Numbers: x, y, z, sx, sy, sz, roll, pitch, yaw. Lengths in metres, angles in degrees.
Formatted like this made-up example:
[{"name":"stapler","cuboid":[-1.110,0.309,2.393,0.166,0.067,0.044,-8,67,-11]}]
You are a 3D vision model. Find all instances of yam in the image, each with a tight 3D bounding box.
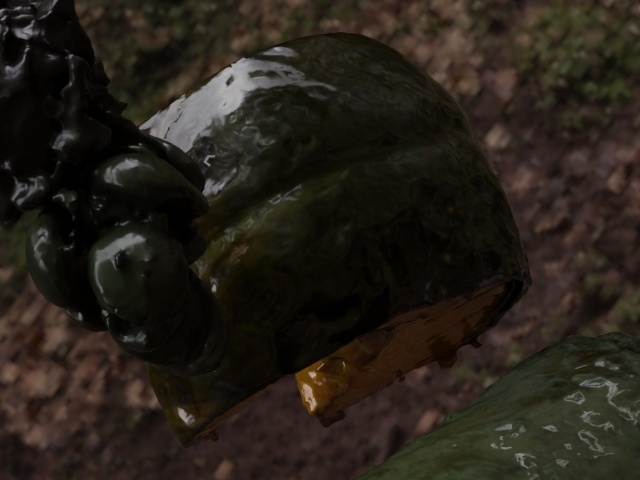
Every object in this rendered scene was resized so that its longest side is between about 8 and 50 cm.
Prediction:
[{"name":"yam","cuboid":[0.118,0.162,0.767,0.300,0.195,0.195,-26,-18,-43]}]

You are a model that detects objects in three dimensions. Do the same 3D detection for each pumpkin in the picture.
[{"name":"pumpkin","cuboid":[0.000,0.000,1.112,0.256,0.225,0.303,-37,-12,20]}]

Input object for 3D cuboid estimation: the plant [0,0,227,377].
[{"name":"plant","cuboid":[-0.088,-0.028,0.541,0.087,0.174,0.085,-43,-16,15]}]
